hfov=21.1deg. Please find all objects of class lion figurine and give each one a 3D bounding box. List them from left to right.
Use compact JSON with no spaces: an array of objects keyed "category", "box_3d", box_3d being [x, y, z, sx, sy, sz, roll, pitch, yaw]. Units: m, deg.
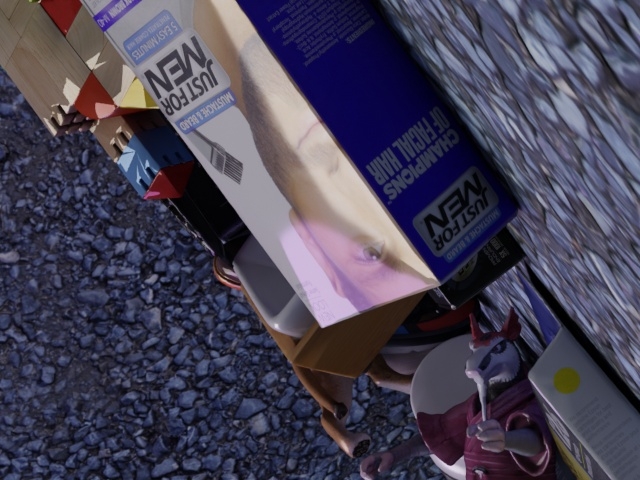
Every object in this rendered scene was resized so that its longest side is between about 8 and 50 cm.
[{"category":"lion figurine","box_3d":[0.079,0.134,2.128,0.392,0.142,0.240,1,-148,-49]}]

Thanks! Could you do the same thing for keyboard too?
[{"category":"keyboard","box_3d":[-0.182,-0.063,1.989,0.201,0.033,0.317,56,174,-11]}]

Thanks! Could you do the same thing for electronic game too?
[{"category":"electronic game","box_3d":[0.076,0.079,2.045,0.229,0.229,0.048,-131,39,-67]}]

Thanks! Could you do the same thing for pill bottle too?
[{"category":"pill bottle","box_3d":[0.212,0.232,2.010,0.161,0.161,0.283,52,178,37]}]

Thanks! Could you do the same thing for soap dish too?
[{"category":"soap dish","box_3d":[0.028,0.010,1.800,0.118,0.229,0.291,37,-176,-19]}]

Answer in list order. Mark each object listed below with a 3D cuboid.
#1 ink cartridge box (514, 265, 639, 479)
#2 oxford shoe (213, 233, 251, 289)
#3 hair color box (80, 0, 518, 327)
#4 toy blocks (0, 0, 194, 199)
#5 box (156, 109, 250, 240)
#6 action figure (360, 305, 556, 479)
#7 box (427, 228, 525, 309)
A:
[{"category":"ink cartridge box","box_3d":[0.264,0.198,1.542,0.307,0.072,0.303,50,178,25]},{"category":"oxford shoe","box_3d":[0.000,0.000,2.024,0.098,0.271,0.097,70,-164,-54]},{"category":"hair color box","box_3d":[-0.022,-0.108,1.326,0.339,0.110,0.185,52,148,-8]},{"category":"toy blocks","box_3d":[-0.174,-0.213,1.663,0.191,0.381,0.261,-17,-118,-46]},{"category":"box","box_3d":[-0.150,-0.207,2.178,0.395,0.212,0.293,54,178,2]},{"category":"action figure","box_3d":[0.208,0.252,1.767,0.248,0.276,0.370,4,93,63]},{"category":"box","box_3d":[0.087,-0.033,1.504,0.180,0.077,0.147,53,179,0]}]
